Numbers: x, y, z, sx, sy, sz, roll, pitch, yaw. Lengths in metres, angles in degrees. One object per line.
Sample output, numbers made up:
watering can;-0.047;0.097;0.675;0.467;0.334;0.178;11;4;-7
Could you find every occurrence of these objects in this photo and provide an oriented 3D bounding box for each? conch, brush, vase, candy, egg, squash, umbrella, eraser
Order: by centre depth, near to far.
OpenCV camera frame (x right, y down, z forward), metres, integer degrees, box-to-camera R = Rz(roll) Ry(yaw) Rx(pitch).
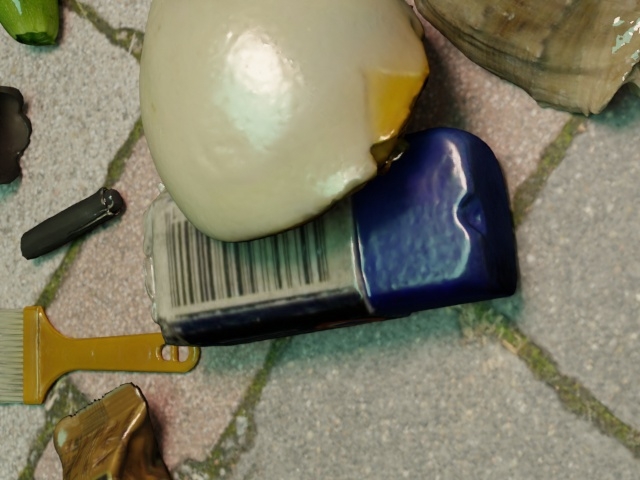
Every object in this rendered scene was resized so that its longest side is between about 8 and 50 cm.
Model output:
conch;0.153;-0.255;1.067;0.263;0.186;0.324;-24;71;49
egg;-0.055;-0.144;1.108;0.264;0.174;0.286;-27;44;20
eraser;0.000;0.000;1.176;0.332;0.101;0.155;-11;80;28
candy;-0.179;0.271;1.269;0.143;0.101;0.271;-35;65;30
brush;-0.235;0.115;1.356;0.272;0.013;0.103;-4;85;30
umbrella;-0.255;-0.019;1.366;0.133;0.031;0.036;-25;77;26
squash;-0.330;-0.341;1.399;0.082;0.082;0.292;-20;78;28
vase;-0.432;-0.126;1.439;0.237;0.115;0.115;10;92;33
